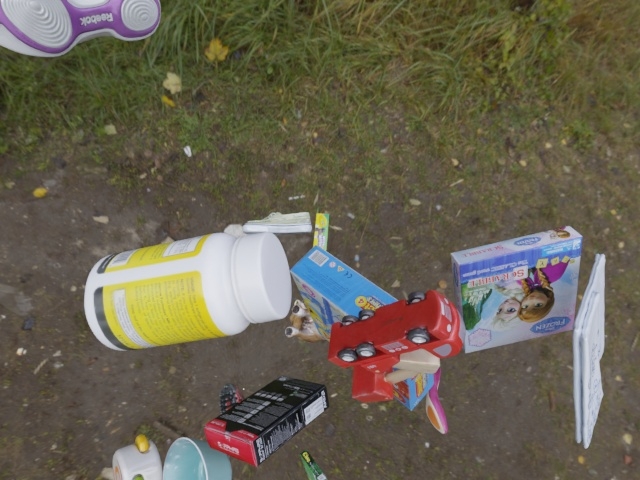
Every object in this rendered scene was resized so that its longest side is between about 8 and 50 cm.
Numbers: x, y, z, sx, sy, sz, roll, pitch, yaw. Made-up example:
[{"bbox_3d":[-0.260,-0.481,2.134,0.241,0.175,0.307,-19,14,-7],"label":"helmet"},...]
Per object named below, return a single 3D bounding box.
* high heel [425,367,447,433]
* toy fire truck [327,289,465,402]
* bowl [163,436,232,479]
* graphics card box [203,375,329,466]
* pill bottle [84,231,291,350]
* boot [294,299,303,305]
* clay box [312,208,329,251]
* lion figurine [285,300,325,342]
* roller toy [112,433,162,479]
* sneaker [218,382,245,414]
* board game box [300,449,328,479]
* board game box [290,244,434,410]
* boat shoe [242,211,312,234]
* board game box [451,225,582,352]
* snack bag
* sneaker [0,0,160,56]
[{"bbox_3d":[0.417,0.552,1.503,0.117,0.082,0.244,-6,34,-13],"label":"high heel"},{"bbox_3d":[0.083,0.124,0.469,0.135,0.192,0.047,35,45,-31],"label":"toy fire truck"},{"bbox_3d":[-0.462,0.920,1.669,0.163,0.311,0.312,11,64,-47],"label":"bowl"},{"bbox_3d":[-0.170,0.591,1.450,0.371,0.232,0.094,-20,102,-51],"label":"graphics card box"},{"bbox_3d":[-0.148,0.057,0.500,0.208,0.119,0.119,-10,72,12],"label":"pill bottle"},{"bbox_3d":[-0.078,0.322,1.776,0.084,0.059,0.158,32,43,-38],"label":"boot"},{"bbox_3d":[0.000,0.000,1.590,0.053,0.127,0.222,6,64,0],"label":"clay box"},{"bbox_3d":[0.048,0.272,1.372,0.392,0.240,0.142,5,76,32],"label":"lion figurine"},{"bbox_3d":[-0.661,0.837,1.560,0.146,0.191,0.209,-5,53,-39],"label":"roller toy"},{"bbox_3d":[-0.291,0.660,1.611,0.097,0.135,0.276,-23,87,28],"label":"sneaker"},{"bbox_3d":[0.008,0.786,1.326,0.030,0.136,0.260,-24,115,-20],"label":"board game box"},{"bbox_3d":[0.098,0.195,0.941,0.308,0.302,0.086,34,67,34],"label":"board game box"},{"bbox_3d":[-0.184,-0.072,1.834,0.302,0.109,0.094,-2,82,-21],"label":"boat shoe"},{"bbox_3d":[0.532,0.144,1.174,0.318,0.318,0.066,-14,30,3],"label":"board game box"},{"bbox_3d":[0.643,0.247,1.007,0.342,0.037,0.323,-37,120,-43],"label":"snack bag"},{"bbox_3d":[-0.410,-0.362,0.663,0.152,0.114,0.305,29,35,23],"label":"sneaker"}]
